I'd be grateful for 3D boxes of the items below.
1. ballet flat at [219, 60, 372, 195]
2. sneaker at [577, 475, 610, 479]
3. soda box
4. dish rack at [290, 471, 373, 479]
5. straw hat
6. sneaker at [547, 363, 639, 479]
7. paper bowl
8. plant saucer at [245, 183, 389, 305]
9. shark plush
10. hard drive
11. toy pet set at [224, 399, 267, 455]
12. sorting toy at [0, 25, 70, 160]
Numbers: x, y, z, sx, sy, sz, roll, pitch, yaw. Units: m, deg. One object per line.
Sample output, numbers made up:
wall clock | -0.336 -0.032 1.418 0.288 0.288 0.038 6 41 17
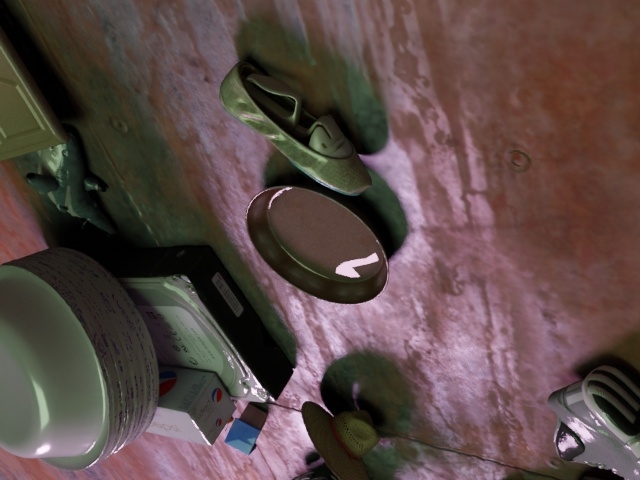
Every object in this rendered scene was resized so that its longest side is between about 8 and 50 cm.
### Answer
ballet flat | -0.019 -0.102 0.773 0.168 0.057 0.052 33 134 0
sneaker | 0.339 0.384 1.012 0.101 0.106 0.267 12 137 30
soda box | -0.226 0.219 1.171 0.216 0.069 0.074 2 133 36
dish rack | 0.071 0.437 1.304 0.271 0.074 0.208 39 142 -4
straw hat | 0.043 0.253 1.115 0.061 0.144 0.144 -37 110 12
sneaker | 0.324 0.225 0.873 0.229 0.086 0.132 48 147 -2
paper bowl | -0.354 0.161 1.091 0.284 0.148 0.284 13 113 34
plant saucer | 0.000 0.000 0.894 0.168 0.029 0.168 20 142 16
shark plush | -0.293 -0.058 1.031 0.067 0.073 0.161 -16 121 9
hard drive | -0.227 0.117 1.168 0.338 0.064 0.237 -1 131 39
toy pet set | -0.142 0.273 1.278 0.114 0.065 0.122 27 144 9
sorting toy | -0.417 -0.228 0.944 0.229 0.041 0.307 -5 122 40
